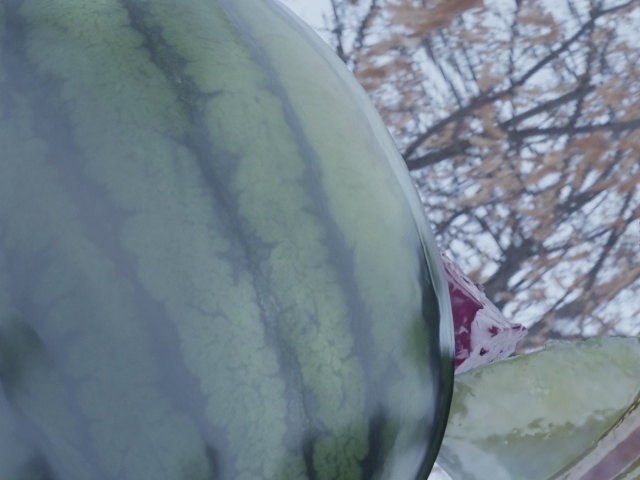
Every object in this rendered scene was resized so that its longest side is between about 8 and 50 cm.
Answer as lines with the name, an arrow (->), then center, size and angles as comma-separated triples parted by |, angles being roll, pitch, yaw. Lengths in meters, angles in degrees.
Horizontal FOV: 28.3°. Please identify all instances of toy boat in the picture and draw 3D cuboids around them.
toy boat -> 0.211, 0.174, 0.804 | 0.111, 0.276, 0.293 | -115, -173, -56

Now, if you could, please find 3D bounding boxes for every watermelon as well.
watermelon -> -0.077, 0.034, 0.622 | 0.279, 0.279, 0.359 | -39, -113, 41

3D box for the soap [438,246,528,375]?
soap -> 0.000, 0.000, 0.918 | 0.289, 0.182, 0.112 | 45, -82, 20
